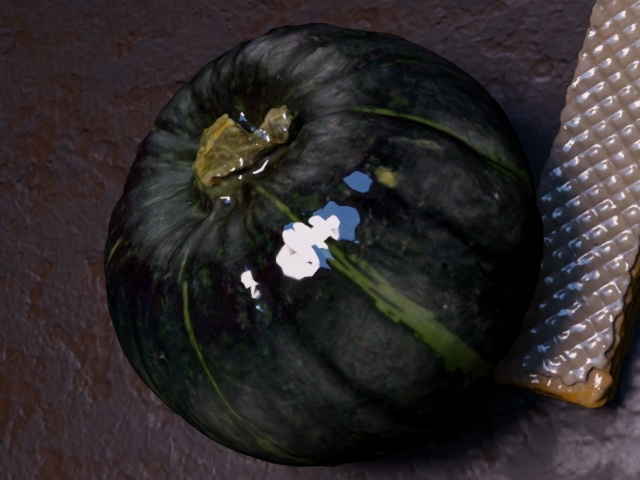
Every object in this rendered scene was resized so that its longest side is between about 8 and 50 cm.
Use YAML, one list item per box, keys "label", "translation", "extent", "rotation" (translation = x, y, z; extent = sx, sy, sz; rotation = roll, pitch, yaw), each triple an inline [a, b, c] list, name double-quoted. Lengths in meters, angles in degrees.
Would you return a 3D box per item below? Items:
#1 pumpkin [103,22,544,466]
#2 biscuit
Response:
- label: "pumpkin"
  translation: [0.000, 0.000, 0.853]
  extent: [0.323, 0.241, 0.323]
  rotation: [-29, 44, 33]
- label: "biscuit"
  translation: [0.220, -0.065, 0.887]
  extent: [0.094, 0.054, 0.378]
  rotation: [14, 78, 29]
